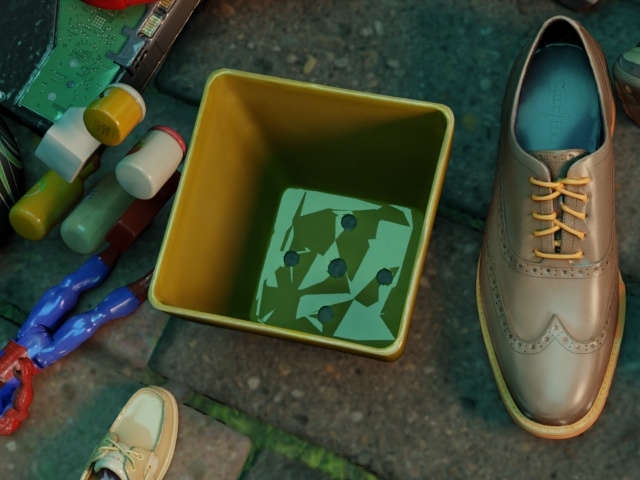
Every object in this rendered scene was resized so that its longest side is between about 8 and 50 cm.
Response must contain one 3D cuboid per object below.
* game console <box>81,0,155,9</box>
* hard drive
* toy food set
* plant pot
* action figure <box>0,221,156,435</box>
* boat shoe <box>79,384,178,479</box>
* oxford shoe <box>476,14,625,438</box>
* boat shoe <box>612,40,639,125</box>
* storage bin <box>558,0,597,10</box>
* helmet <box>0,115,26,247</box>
[{"bbox_3d":[-0.083,-0.393,1.587,0.386,0.060,0.342,-10,66,-3],"label":"game console"},{"bbox_3d":[-0.300,-0.251,1.626,0.339,0.064,0.237,28,80,18],"label":"hard drive"},{"bbox_3d":[-0.175,-0.068,1.435,0.111,0.232,0.104,39,53,-2],"label":"toy food set"},{"bbox_3d":[0.000,0.000,1.428,0.212,0.187,0.212,11,75,14],"label":"plant pot"},{"bbox_3d":[-0.257,0.077,1.484,0.280,0.139,0.091,-45,70,-2],"label":"action figure"},{"bbox_3d":[-0.176,0.205,1.465,0.063,0.059,0.170,18,78,15],"label":"boat shoe"},{"bbox_3d":[0.193,-0.016,1.425,0.130,0.133,0.364,-2,73,9],"label":"oxford shoe"},{"bbox_3d":[0.422,-0.099,1.410,0.355,0.132,0.130,33,82,17],"label":"boat shoe"},{"bbox_3d":[0.235,-0.279,1.527,0.091,0.098,0.135,37,82,-9],"label":"storage bin"},{"bbox_3d":[-0.352,-0.062,1.525,0.169,0.161,0.169,-3,73,10],"label":"helmet"}]
